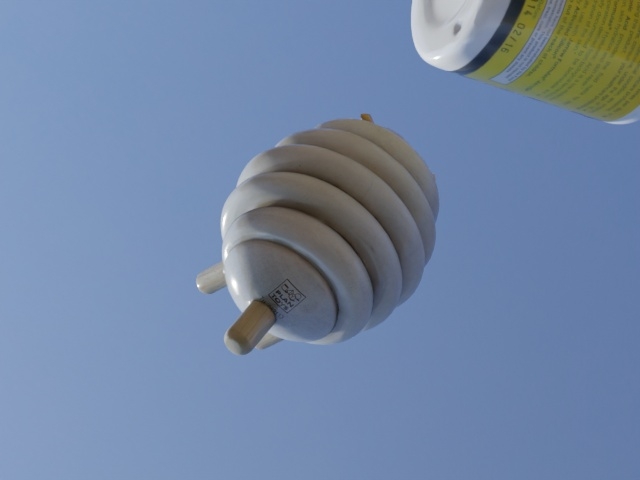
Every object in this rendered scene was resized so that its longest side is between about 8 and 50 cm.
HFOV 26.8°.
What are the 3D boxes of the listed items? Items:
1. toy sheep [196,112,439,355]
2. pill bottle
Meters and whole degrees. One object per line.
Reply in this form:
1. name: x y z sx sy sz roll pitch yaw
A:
1. toy sheep: 0.000 0.000 0.528 0.091 0.091 0.132 18 -130 19
2. pill bottle: 0.097 -0.080 0.495 0.116 0.065 0.065 14 -118 -22
